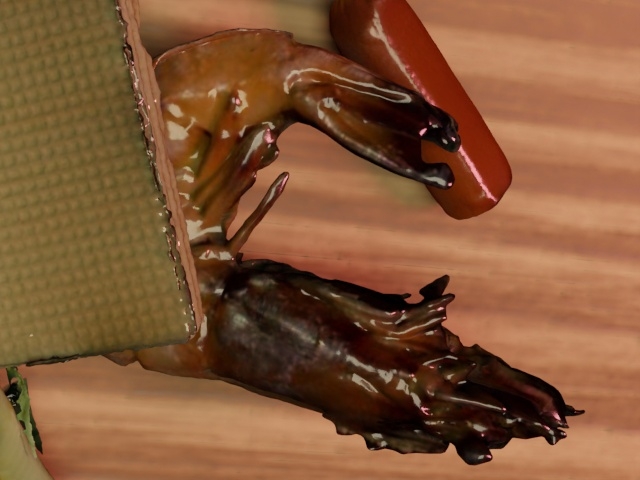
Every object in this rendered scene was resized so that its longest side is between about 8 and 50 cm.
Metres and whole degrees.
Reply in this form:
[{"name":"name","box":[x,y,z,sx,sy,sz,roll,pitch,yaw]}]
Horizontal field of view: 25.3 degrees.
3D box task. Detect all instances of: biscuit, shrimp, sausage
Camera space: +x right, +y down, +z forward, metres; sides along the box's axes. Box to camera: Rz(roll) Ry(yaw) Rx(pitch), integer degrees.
[{"name":"biscuit","box":[-0.127,-0.044,0.639,0.121,0.040,0.200,-9,98,12]},{"name":"shrimp","box":[0.001,-0.002,0.675,0.289,0.075,0.178,18,105,8]},{"name":"sausage","box":[0.049,-0.070,0.703,0.041,0.039,0.131,-45,113,-27]}]

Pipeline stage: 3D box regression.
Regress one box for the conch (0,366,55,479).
[{"name":"conch","box":[-0.163,0.149,0.692,0.105,0.079,0.170,-20,92,-15]}]
